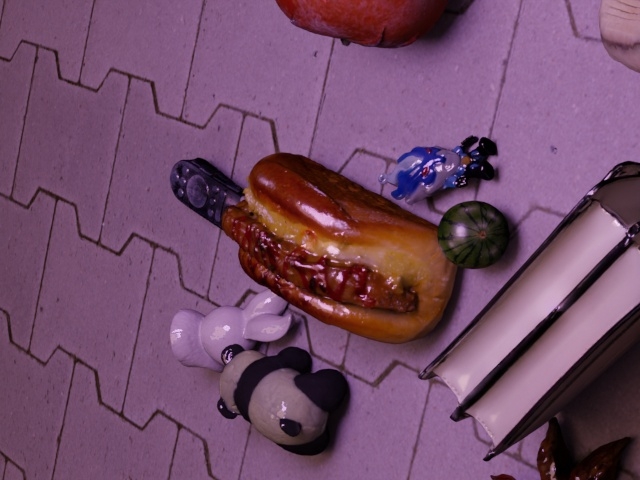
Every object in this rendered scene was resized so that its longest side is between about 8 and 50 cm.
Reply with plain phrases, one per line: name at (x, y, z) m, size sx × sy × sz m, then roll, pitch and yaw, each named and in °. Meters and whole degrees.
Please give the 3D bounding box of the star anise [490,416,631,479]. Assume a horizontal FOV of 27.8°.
star anise at (0.296, 0.356, 1.630) m, size 0.288 × 0.088 × 0.288 m, roll -30°, pitch 43°, yaw 32°

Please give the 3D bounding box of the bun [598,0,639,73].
bun at (0.437, -0.290, 1.540) m, size 0.222 × 0.127 × 0.222 m, roll -47°, pitch 31°, yaw 41°

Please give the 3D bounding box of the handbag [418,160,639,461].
handbag at (0.310, 0.081, 1.557) m, size 0.160 × 0.236 × 0.358 m, roll 52°, pitch 123°, yaw 21°

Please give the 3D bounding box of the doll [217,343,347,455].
doll at (-0.067, 0.244, 2.029) m, size 0.234 × 0.135 × 0.143 m, roll 29°, pitch 106°, yaw 48°

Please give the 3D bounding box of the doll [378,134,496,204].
doll at (0.163, -0.101, 1.854) m, size 0.195 × 0.070 × 0.096 m, roll -10°, pitch 57°, yaw 39°

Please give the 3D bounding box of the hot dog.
hot dog at (0.000, 0.002, 1.909) m, size 0.405 × 0.223 × 0.185 m, roll 30°, pitch 106°, yaw 43°

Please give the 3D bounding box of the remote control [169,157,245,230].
remote control at (-0.157, -0.066, 2.206) m, size 0.266 × 0.066 × 0.090 m, roll 34°, pitch 125°, yaw 39°

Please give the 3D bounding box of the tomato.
tomato at (0.062, -0.398, 1.836) m, size 0.265 × 0.265 × 0.265 m, roll -4°, pitch 84°, yaw 47°

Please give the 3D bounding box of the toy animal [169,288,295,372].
toy animal at (-0.125, 0.150, 2.143) m, size 0.220 × 0.131 × 0.104 m, roll -12°, pitch 43°, yaw 21°

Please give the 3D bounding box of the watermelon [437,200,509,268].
watermelon at (0.208, -0.010, 1.776) m, size 0.109 × 0.109 × 0.109 m, roll -4°, pitch 84°, yaw 47°
